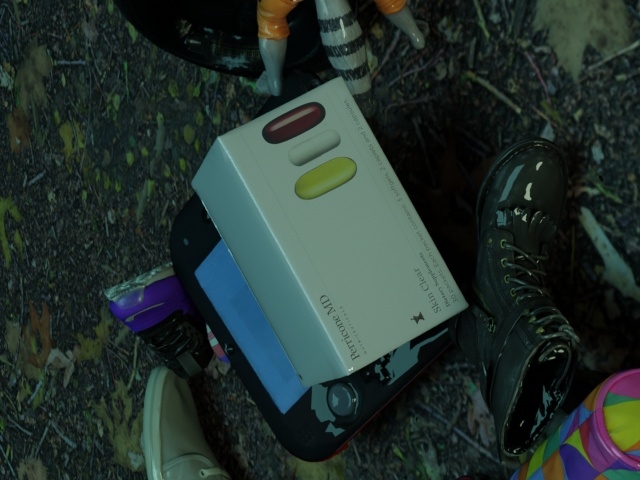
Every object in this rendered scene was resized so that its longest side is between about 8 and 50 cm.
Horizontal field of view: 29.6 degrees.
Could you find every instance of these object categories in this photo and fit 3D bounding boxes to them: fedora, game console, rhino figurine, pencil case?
[{"bbox_3d":[-0.096,-0.329,1.460,0.334,0.334,0.153,-12,56,54],"label":"fedora"},{"bbox_3d":[-0.017,0.039,1.473,0.386,0.060,0.342,56,128,21],"label":"game console"},{"bbox_3d":[0.259,0.156,1.140,0.073,0.106,0.243,-61,16,-22],"label":"rhino figurine"},{"bbox_3d":[0.240,0.198,1.051,0.104,0.104,0.236,64,157,23],"label":"pencil case"}]

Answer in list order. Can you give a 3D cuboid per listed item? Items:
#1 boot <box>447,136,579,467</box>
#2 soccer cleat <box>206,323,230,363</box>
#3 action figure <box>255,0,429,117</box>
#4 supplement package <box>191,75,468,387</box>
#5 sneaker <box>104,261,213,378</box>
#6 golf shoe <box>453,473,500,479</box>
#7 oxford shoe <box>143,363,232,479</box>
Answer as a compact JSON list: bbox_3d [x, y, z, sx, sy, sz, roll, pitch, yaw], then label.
[{"bbox_3d":[0.199,0.052,1.129,0.229,0.091,0.263,-106,28,-70],"label":"boot"},{"bbox_3d":[-0.097,0.064,1.641,0.095,0.083,0.248,29,116,43],"label":"soccer cleat"},{"bbox_3d":[0.046,-0.303,1.207,0.330,0.341,0.179,75,-173,-49],"label":"action figure"},{"bbox_3d":[0.000,0.000,1.248,0.262,0.145,0.204,61,163,2],"label":"supplement package"},{"bbox_3d":[-0.203,0.119,1.686,0.293,0.102,0.146,35,-148,-79],"label":"sneaker"},{"bbox_3d":[0.201,0.298,1.248,0.273,0.120,0.105,-18,80,52],"label":"golf shoe"},{"bbox_3d":[-0.165,0.394,1.764,0.130,0.169,0.449,-18,70,12],"label":"oxford shoe"}]
